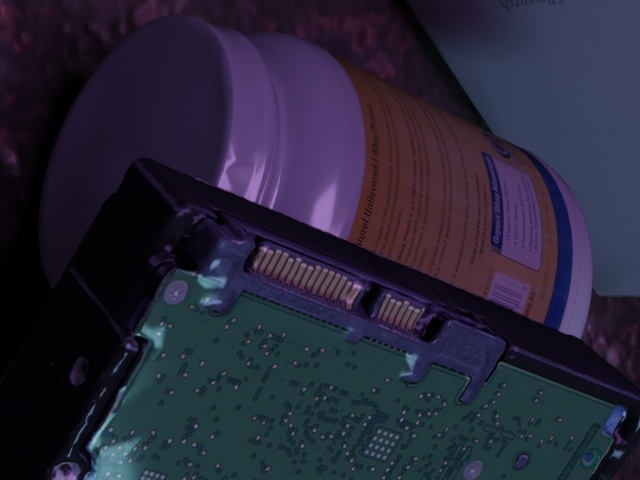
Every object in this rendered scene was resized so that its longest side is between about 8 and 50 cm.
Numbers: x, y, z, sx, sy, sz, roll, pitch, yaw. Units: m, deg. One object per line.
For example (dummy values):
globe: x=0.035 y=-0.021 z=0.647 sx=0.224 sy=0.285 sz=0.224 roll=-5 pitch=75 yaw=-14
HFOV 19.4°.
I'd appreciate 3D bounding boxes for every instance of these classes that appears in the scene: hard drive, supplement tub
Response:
hard drive: x=-0.051 y=0.156 z=0.699 sx=0.237 sy=0.064 sz=0.339 roll=21 pitch=105 yaw=-38
supplement tub: x=0.000 y=0.000 z=0.773 sx=0.199 sy=0.144 sz=0.144 roll=23 pitch=76 yaw=-38

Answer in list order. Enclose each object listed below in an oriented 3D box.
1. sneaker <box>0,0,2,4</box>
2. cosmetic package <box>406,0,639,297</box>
sneaker: x=-0.174 y=-0.072 z=0.675 sx=0.283 sy=0.110 sz=0.122 roll=-47 pitch=136 yaw=-26
cosmetic package: x=0.149 y=-0.173 z=0.887 sx=0.385 sy=0.156 sz=0.217 roll=51 pitch=59 yaw=-27
